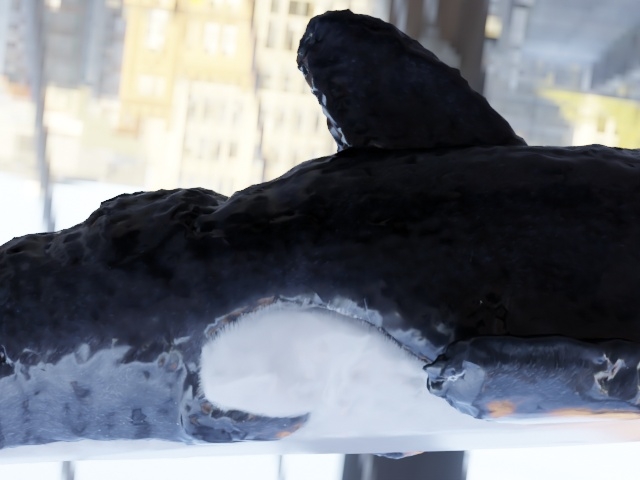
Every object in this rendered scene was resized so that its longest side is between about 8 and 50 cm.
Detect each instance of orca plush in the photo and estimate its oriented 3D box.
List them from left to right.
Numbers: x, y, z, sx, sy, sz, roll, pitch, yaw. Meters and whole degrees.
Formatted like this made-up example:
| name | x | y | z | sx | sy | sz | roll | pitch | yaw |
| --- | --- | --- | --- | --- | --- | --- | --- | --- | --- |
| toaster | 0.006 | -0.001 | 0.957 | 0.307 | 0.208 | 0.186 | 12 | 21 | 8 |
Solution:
| name | x | y | z | sx | sy | sz | roll | pitch | yaw |
| --- | --- | --- | --- | --- | --- | --- | --- | --- | --- |
| orca plush | 0.000 | 0.000 | 0.466 | 0.287 | 0.102 | 0.151 | -6 | 170 | 15 |
